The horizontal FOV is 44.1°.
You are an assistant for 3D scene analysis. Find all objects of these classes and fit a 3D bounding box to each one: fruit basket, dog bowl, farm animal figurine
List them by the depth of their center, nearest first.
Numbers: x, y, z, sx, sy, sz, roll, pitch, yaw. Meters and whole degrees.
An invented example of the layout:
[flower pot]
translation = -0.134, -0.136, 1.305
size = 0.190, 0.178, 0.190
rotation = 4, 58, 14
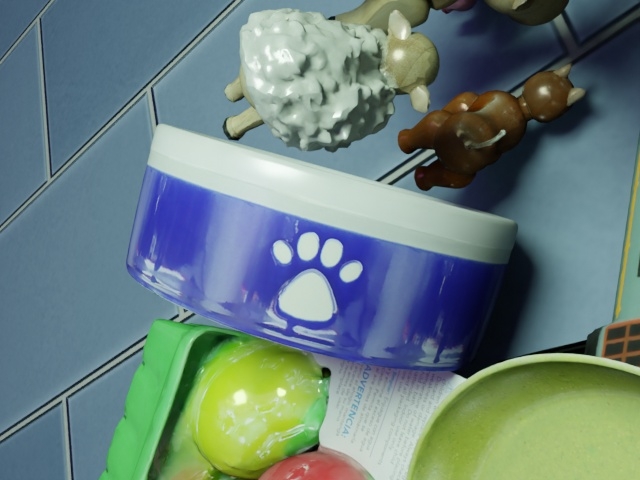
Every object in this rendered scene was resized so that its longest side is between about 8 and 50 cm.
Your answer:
[farm animal figurine]
translation = 0.081, -0.211, 0.527
size = 0.172, 0.327, 0.330
rotation = -16, 77, 45
[dog bowl]
translation = 0.000, 0.000, 0.573
size = 0.265, 0.265, 0.104
rotation = 21, 98, 45
[fruit basket]
translation = -0.030, 0.211, 0.618
size = 0.353, 0.165, 0.326
rotation = 20, 92, 43

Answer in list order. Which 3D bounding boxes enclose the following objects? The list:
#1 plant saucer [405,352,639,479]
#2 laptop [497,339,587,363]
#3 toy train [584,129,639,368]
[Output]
[plant saucer]
translation = 0.131, 0.162, 0.330
size = 0.241, 0.037, 0.240
rotation = 14, 108, 50
[laptop]
translation = 0.284, 0.254, 0.404
size = 0.382, 0.236, 0.407
rotation = -22, 92, 38
[toy train]
translation = 0.236, 0.009, 0.398
size = 0.190, 0.142, 0.333
rotation = -22, 42, 52
